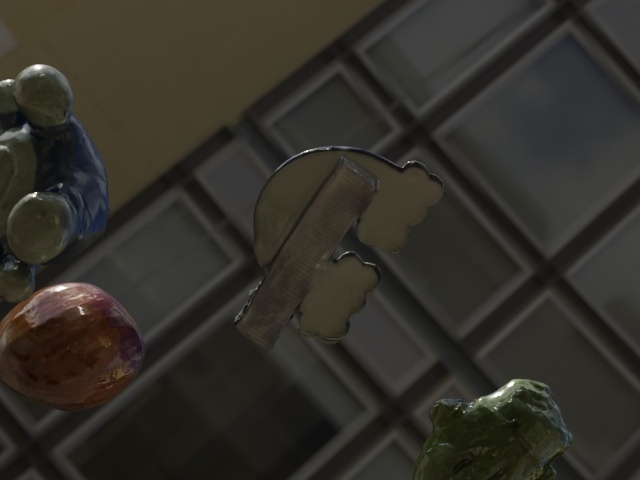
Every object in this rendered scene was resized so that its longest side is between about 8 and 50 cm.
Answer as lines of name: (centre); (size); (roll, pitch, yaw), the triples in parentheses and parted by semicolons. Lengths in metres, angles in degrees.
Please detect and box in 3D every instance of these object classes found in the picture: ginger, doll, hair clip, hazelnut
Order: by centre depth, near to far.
ginger: (0.123, 0.251, 1.619); (0.137, 0.290, 0.089); (9, -12, 6)
hair clip: (0.000, 0.000, 1.799); (0.140, 0.220, 0.054); (34, -5, -3)
doll: (-0.324, -0.033, 1.904); (0.258, 0.228, 0.154); (-15, -24, 21)
hazelnut: (-0.352, 0.148, 2.741); (0.214, 0.214, 0.176); (-3, -83, 60)
